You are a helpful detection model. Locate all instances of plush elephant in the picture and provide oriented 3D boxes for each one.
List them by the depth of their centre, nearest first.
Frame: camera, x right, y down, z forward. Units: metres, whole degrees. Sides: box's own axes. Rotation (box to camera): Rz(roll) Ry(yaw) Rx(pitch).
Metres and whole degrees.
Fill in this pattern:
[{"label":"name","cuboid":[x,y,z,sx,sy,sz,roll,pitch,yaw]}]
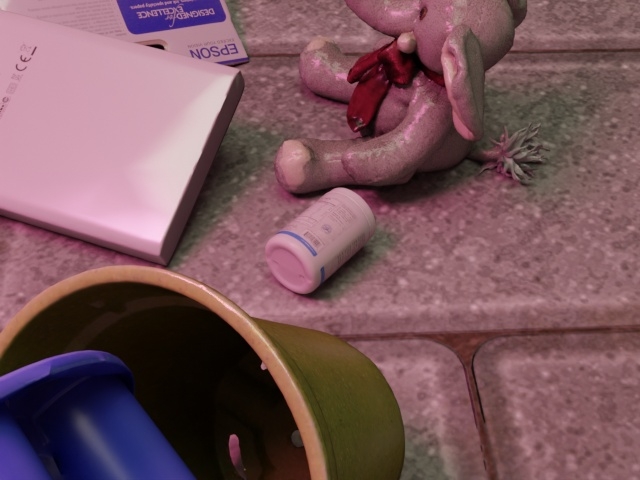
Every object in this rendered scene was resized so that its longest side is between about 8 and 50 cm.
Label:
[{"label":"plush elephant","cuboid":[0.112,-0.203,1.100,0.330,0.255,0.272,11,45,9]}]

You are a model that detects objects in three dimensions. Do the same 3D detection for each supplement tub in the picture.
[{"label":"supplement tub","cuboid":[0.000,0.000,1.022,0.071,0.071,0.107,31,50,26]}]

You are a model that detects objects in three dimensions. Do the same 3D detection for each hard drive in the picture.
[{"label":"hard drive","cuboid":[-0.289,-0.128,1.098,0.353,0.047,0.233,16,71,14]}]

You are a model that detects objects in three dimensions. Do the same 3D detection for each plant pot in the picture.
[{"label":"plant pot","cuboid":[-0.064,0.157,0.703,0.276,0.276,0.254,29,10,24]}]

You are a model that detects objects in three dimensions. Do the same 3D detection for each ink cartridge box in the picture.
[{"label":"ink cartridge box","cuboid":[-0.287,-0.334,1.290,0.303,0.072,0.307,-15,79,-29]}]

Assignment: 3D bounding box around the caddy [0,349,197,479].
[{"label":"caddy","cuboid":[-0.200,0.203,0.492,0.179,0.341,0.241,45,13,16]}]
